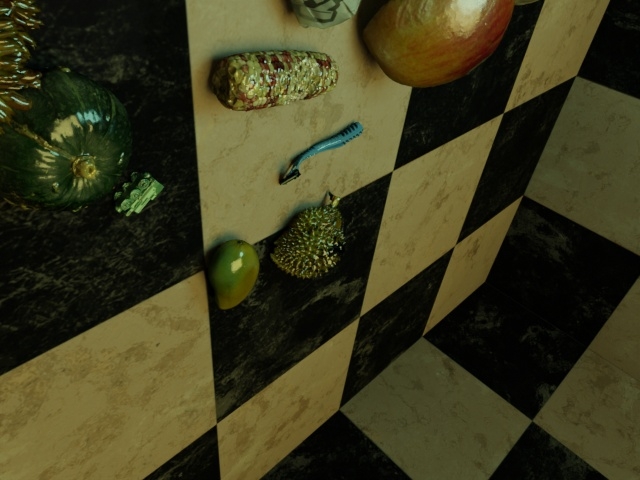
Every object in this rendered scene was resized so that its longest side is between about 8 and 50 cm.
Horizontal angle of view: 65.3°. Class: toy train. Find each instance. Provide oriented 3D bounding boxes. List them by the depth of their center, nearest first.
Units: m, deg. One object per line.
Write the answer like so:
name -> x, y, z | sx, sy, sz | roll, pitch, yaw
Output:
toy train -> -0.310, -0.078, 0.846 | 0.083, 0.033, 0.053 | -51, 154, -3

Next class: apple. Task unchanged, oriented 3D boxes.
apple -> 0.254, -0.469, 1.014 | 0.346, 0.179, 0.254 | -39, 140, 22

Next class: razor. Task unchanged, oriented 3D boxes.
razor -> 0.009, -0.210, 1.153 | 0.253, 0.042, 0.082 | -37, -171, -28

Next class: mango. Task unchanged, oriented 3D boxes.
mango -> -0.195, 0.072, 1.125 | 0.122, 0.085, 0.191 | -47, 161, -31

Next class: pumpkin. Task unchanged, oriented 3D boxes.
pumpkin -> -0.337, -0.125, 0.646 | 0.190, 0.146, 0.190 | -30, 163, -10

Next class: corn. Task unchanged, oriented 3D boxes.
corn -> -0.065, -0.294, 0.907 | 0.290, 0.098, 0.098 | -22, 138, -43

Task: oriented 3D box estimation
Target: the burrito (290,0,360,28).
burrito -> -0.015, -0.481, 0.723 | 0.139, 0.101, 0.445 | -29, 160, 0

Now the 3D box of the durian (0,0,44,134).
durian -> -0.382, -0.203, 0.339 | 0.348, 0.347, 0.384 | -54, 139, 0

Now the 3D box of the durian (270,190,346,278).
durian -> 0.000, 0.000, 1.262 | 0.237, 0.138, 0.193 | -55, 150, 1

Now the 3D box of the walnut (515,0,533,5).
walnut -> 0.426, -0.655, 1.090 | 0.273, 0.227, 0.273 | -32, 140, -32
